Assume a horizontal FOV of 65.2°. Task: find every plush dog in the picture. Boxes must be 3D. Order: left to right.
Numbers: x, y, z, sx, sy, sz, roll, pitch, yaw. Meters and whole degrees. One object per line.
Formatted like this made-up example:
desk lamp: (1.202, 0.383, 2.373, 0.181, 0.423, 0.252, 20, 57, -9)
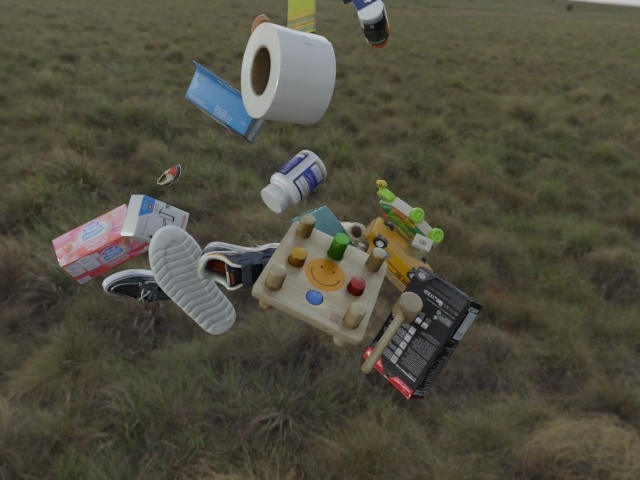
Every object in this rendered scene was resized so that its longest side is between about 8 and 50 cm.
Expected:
plush dog: (0.126, 0.031, 2.360, 0.262, 0.226, 0.211, -27, 18, 12)

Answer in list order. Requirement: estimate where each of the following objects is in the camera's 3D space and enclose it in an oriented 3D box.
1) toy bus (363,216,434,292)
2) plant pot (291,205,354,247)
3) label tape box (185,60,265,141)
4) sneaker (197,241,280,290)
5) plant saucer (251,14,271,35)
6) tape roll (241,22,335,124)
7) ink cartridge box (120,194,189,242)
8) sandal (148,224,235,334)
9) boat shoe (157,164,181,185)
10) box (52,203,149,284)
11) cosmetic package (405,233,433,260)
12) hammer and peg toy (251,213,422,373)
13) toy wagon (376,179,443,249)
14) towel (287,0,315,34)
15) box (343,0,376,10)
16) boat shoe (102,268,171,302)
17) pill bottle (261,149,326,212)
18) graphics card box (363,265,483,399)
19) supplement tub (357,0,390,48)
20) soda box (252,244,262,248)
toy bus: (0.284, 0.072, 1.852, 0.332, 0.130, 0.108, 43, 43, -12)
plant pot: (0.000, 0.000, 1.882, 0.165, 0.235, 0.165, -30, 14, -36)
label tape box: (-0.327, -0.458, 1.718, 0.240, 0.106, 0.334, 34, 2, -1)
sneaker: (-0.201, 0.084, 1.464, 0.320, 0.126, 0.127, 2, 30, 6)
plant saucer: (-0.178, -0.643, 1.528, 0.013, 0.084, 0.083, 31, 36, 25)
tape roll: (-0.092, -0.445, 1.359, 0.169, 0.246, 0.246, 0, 26, -33)
ink cartridge box: (-0.576, -0.058, 1.760, 0.085, 0.148, 0.203, 2, -14, 36)
sandal: (-0.432, 0.140, 1.645, 0.169, 0.417, 0.102, -34, 23, -21)
boat shoe: (-0.564, -0.242, 1.869, 0.043, 0.137, 0.049, 3, 68, -42)
box: (-0.828, 0.014, 1.906, 0.299, 0.154, 0.142, -29, 61, -10)
cosmetic package: (0.314, 0.023, 1.601, 0.060, 0.115, 0.041, 24, 73, 6)
hammer and peg toy: (0.055, 0.110, 1.111, 0.361, 0.127, 0.266, 26, 43, 3)
toy wagon: (0.320, -0.097, 1.944, 0.344, 0.068, 0.267, 43, -6, -22)
towel: (-0.061, -0.784, 1.678, 0.102, 0.238, 0.021, -6, -16, 23)
box: (0.083, -0.785, 1.459, 0.136, 0.225, 0.036, -41, 14, -30)
boat shoe: (-0.633, 0.179, 1.831, 0.301, 0.108, 0.102, 6, 41, -42)
pill bottle: (-0.081, -0.170, 1.473, 0.112, 0.112, 0.186, 28, 60, 36)
graphics card box: (0.326, 0.297, 1.629, 0.094, 0.371, 0.232, 21, 11, -44)
supplement tub: (0.234, -0.926, 2.152, 0.116, 0.190, 0.117, -6, 68, 15)
soda box: (-0.283, 0.105, 2.199, 0.060, 0.169, 0.053, 26, 12, 22)
